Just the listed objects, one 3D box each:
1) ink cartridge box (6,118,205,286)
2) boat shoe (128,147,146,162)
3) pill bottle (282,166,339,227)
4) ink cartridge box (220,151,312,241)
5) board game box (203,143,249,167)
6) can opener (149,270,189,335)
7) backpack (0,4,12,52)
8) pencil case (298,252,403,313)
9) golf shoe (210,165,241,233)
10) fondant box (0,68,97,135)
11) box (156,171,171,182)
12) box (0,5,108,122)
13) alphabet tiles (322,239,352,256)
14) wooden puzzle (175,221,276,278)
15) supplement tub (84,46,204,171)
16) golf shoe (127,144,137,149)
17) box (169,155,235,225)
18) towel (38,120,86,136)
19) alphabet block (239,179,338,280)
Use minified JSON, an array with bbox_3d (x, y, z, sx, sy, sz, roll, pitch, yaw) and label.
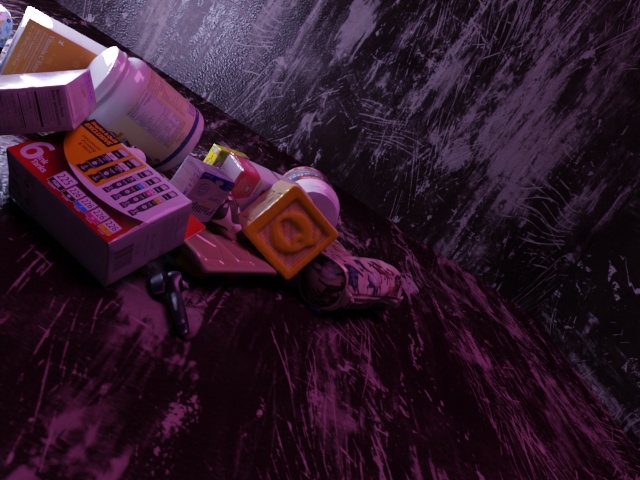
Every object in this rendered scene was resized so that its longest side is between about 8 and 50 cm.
[{"bbox_3d":[-0.420,-0.099,1.305,0.309,0.130,0.272,39,45,17],"label":"ink cartridge box"},{"bbox_3d":[-0.570,-0.209,1.674,0.219,0.070,0.077,8,69,-24],"label":"boat shoe"},{"bbox_3d":[-0.045,-0.126,2.230,0.210,0.210,0.363,31,11,-14],"label":"pill bottle"},{"bbox_3d":[-0.194,-0.109,1.920,0.283,0.207,0.117,21,21,-42],"label":"ink cartridge box"},{"bbox_3d":[-0.353,-0.296,2.411,0.043,0.092,0.181,42,16,25],"label":"board game box"},{"bbox_3d":[-0.288,0.125,1.280,0.186,0.073,0.059,55,-14,47],"label":"can opener"},{"bbox_3d":[-0.979,-0.607,1.850,0.158,0.173,0.117,39,15,16],"label":"backpack"},{"bbox_3d":[0.102,0.134,1.895,0.183,0.160,0.410,52,21,25],"label":"pencil case"},{"bbox_3d":[-0.277,-0.106,1.722,0.120,0.105,0.273,51,8,-29],"label":"golf shoe"},{"bbox_3d":[-0.656,-0.282,1.326,0.331,0.096,0.238,-5,22,-6],"label":"fondant box"},{"bbox_3d":[-0.468,-0.139,1.701,0.087,0.058,0.232,38,15,10],"label":"box"},{"bbox_3d":[-0.756,-0.507,1.946,0.345,0.215,0.168,24,18,-34],"label":"box"},{"bbox_3d":[0.000,0.000,2.406,0.285,0.011,0.342,21,19,-44],"label":"alphabet tiles"},{"bbox_3d":[-0.307,-0.003,1.604,0.322,0.080,0.348,41,11,24],"label":"wooden puzzle"},{"bbox_3d":[-0.529,-0.378,1.875,0.325,0.235,0.235,40,8,-39],"label":"supplement tub"},{"bbox_3d":[-0.538,-0.235,1.810,0.069,0.086,0.176,15,22,-49],"label":"golf shoe"},{"bbox_3d":[-0.293,-0.113,1.523,0.072,0.137,0.126,43,12,27],"label":"box"},{"bbox_3d":[-0.732,-0.318,1.750,0.325,0.038,0.248,23,17,-34],"label":"towel"},{"bbox_3d":[-0.099,-0.035,1.760,0.192,0.193,0.197,48,-5,-17],"label":"alphabet block"}]
